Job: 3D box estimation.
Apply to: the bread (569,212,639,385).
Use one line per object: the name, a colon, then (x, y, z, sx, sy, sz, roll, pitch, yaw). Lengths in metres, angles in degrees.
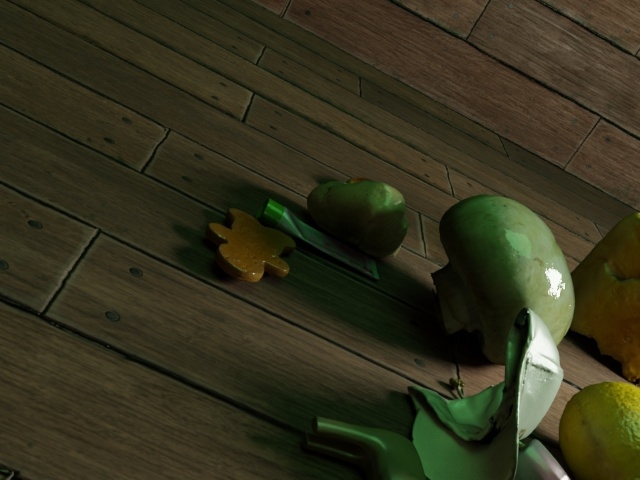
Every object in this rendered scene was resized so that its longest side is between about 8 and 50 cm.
bread: (0.771, 0.134, 1.908, 0.361, 0.394, 0.250, 37, 40, 6)

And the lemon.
lemon: (0.499, 0.342, 1.394, 0.188, 0.188, 0.257, 23, 28, -17)

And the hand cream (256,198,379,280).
hand cream: (0.001, -0.001, 1.673, 0.275, 0.050, 0.079, 29, 48, -17)

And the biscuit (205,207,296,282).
biscuit: (-0.131, 0.017, 1.483, 0.165, 0.036, 0.250, 28, 20, -4)

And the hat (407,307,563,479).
hat: (0.271, 0.270, 1.248, 0.168, 0.258, 0.301, 38, 33, -16)

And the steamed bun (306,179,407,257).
steamed bun: (0.082, -0.044, 1.707, 0.231, 0.212, 0.110, 25, 67, -5)

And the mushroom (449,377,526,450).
mushroom: (0.323, 0.335, 1.409, 0.286, 0.028, 0.026, 44, -15, 26)

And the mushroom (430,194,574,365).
mushroom: (0.342, 0.076, 1.601, 0.352, 0.260, 0.352, -18, 90, -80)

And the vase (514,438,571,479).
vase: (0.371, 0.408, 1.249, 0.214, 0.086, 0.086, 47, 28, 22)

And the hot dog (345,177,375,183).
hot dog: (0.113, -0.111, 2.000, 0.140, 0.060, 0.090, -12, 51, -48)

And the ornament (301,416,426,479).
ornament: (0.109, 0.345, 1.082, 0.244, 0.061, 0.230, 16, 29, -22)
